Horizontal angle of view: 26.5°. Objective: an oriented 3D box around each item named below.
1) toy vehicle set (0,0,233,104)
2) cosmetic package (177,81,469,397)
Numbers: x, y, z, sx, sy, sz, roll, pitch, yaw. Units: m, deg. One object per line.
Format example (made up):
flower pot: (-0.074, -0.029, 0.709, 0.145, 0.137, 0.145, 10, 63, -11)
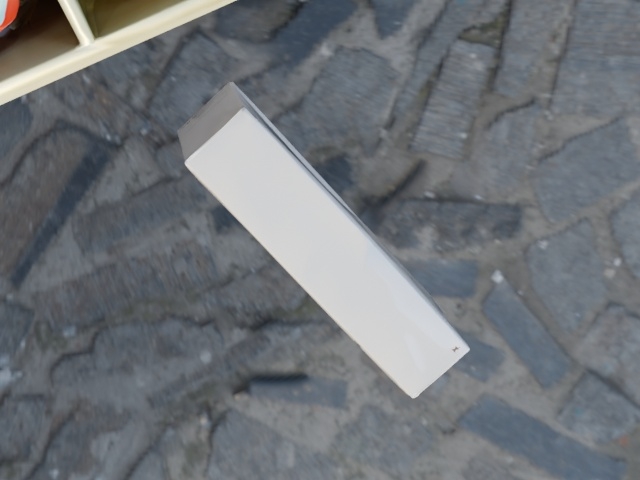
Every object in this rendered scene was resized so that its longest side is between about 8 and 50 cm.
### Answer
toy vehicle set: (-0.122, -0.089, 0.306, 0.267, 0.035, 0.166, -24, 142, 0)
cosmetic package: (0.000, 0.000, 0.961, 0.060, 0.099, 0.239, -42, 108, 3)
